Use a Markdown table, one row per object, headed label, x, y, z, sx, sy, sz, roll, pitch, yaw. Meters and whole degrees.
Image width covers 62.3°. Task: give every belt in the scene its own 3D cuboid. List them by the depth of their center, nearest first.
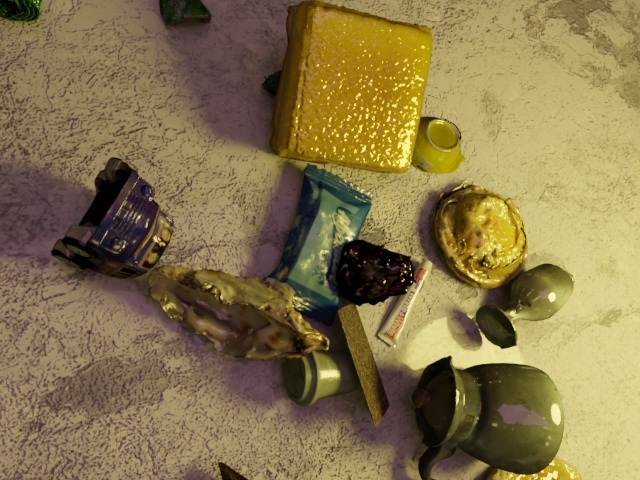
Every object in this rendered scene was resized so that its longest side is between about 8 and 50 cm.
| label | x | y | z | sx | sy | sz | roll | pitch | yaw |
| --- | --- | --- | --- | --- | --- | --- | --- | --- | --- |
| belt | -0.603 | -0.461 | 0.987 | 0.151 | 0.121 | 0.079 | 11 | 75 | -15 |

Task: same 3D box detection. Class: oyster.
| label | x | y | z | sx | sy | sz | roll | pitch | yaw |
| --- | --- | --- | --- | --- | --- | --- | --- | --- | --- |
| oyster | -0.148 | 0.132 | 0.996 | 0.341 | 0.166 | 0.110 | 8 | 29 | -2 |

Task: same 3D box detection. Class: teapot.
| label | x | y | z | sx | sy | sz | roll | pitch | yaw |
| --- | --- | --- | --- | --- | --- | --- | --- | --- | --- |
| teapot | 0.311 | 0.384 | 1.122 | 0.285 | 0.305 | 0.223 | 15 | 27 | -11 |

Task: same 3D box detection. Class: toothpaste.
| label | x | y | z | sx | sy | sz | roll | pitch | yaw |
| --- | --- | --- | --- | --- | --- | --- | --- | --- | --- |
| toothpaste | 0.199 | 0.139 | 1.206 | 0.052 | 0.033 | 0.218 | 34 | 71 | -6 |

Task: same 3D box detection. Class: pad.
| label | x | y | z | sx | sy | sz | roll | pitch | yaw |
| --- | --- | --- | --- | --- | --- | --- | --- | --- | --- |
| pad | 0.090 | 0.245 | 1.081 | 0.003 | 0.158 | 0.235 | -20 | 83 | 16 |

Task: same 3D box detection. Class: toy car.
| label | x | y | z | sx | sy | sz | roll | pitch | yaw |
| --- | --- | --- | --- | --- | --- | --- | --- | --- | --- |
| toy car | -0.344 | -0.021 | 0.921 | 0.158 | 0.235 | 0.172 | 32 | 67 | -25 |

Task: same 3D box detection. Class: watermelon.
| label | x | y | z | sx | sy | sz | roll | pitch | yaw |
| --- | --- | --- | --- | --- | --- | --- | --- | --- | --- |
| watermelon | -0.310 | -0.526 | 1.168 | 0.101 | 0.080 | 0.155 | -30 | 91 | 9 |

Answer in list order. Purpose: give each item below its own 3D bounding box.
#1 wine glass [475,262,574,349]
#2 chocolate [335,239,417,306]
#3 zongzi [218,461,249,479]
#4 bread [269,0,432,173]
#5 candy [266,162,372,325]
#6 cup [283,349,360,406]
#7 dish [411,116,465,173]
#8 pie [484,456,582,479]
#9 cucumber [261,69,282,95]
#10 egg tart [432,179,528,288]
| label | x | y | z | sx | sy | sz | roll | pitch | yaw |
| --- | --- | --- | --- | --- | --- | --- | --- | --- | --- |
| wine glass | 0.494 | 0.150 | 1.271 | 0.241 | 0.126 | 0.126 | -28 | 88 | -27 |
| chocolate | 0.132 | 0.065 | 1.111 | 0.156 | 0.133 | 0.156 | 7 | 81 | -51 |
| zongzi | -0.046 | 0.495 | 0.973 | 0.248 | 0.111 | 0.241 | -8 | 73 | -29 |
| bread | 0.069 | -0.323 | 1.151 | 0.324 | 0.143 | 0.333 | 7 | 100 | -21 |
| candy | 0.000 | 0.000 | 1.138 | 0.187 | 0.077 | 0.331 | 26 | 70 | -21 |
| cup | 0.007 | 0.262 | 1.051 | 0.141 | 0.120 | 0.120 | 2 | 75 | -31 |
| dish | 0.292 | -0.247 | 1.319 | 0.208 | 0.080 | 0.148 | 15 | 71 | -16 |
| pie | 0.472 | 0.624 | 1.162 | 0.338 | 0.075 | 0.337 | 5 | 75 | -19 |
| cucumber | -0.003 | -0.359 | 1.230 | 0.265 | 0.077 | 0.077 | 4 | 75 | -22 |
| egg tart | 0.407 | -0.024 | 1.291 | 0.291 | 0.107 | 0.290 | 6 | 74 | -22 |
